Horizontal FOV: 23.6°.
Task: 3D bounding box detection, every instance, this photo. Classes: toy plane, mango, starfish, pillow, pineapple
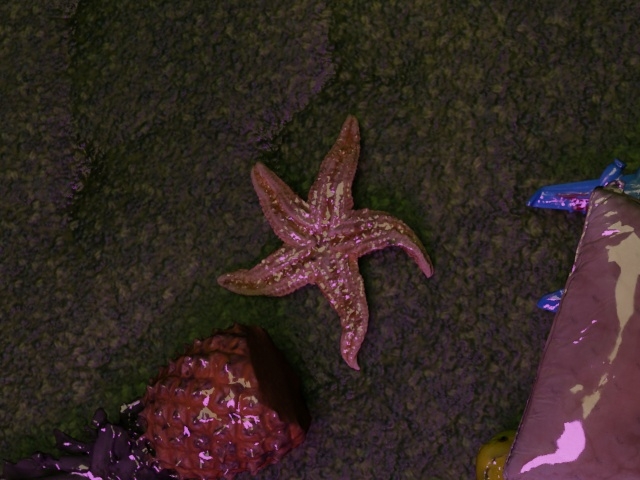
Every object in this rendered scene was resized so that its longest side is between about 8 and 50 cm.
[{"bbox_3d":[0.337,-0.008,1.486,0.254,0.105,0.271,39,96,18],"label":"toy plane"},{"bbox_3d":[0.218,0.254,1.485,0.165,0.074,0.091,50,131,-1],"label":"mango"},{"bbox_3d":[0.000,0.000,1.613,0.235,0.062,0.277,-5,82,20],"label":"starfish"},{"bbox_3d":[0.297,0.109,1.415,0.184,0.075,0.303,17,95,0],"label":"pillow"},{"bbox_3d":[-0.183,0.227,1.571,0.364,0.165,0.166,-33,72,15],"label":"pineapple"}]
